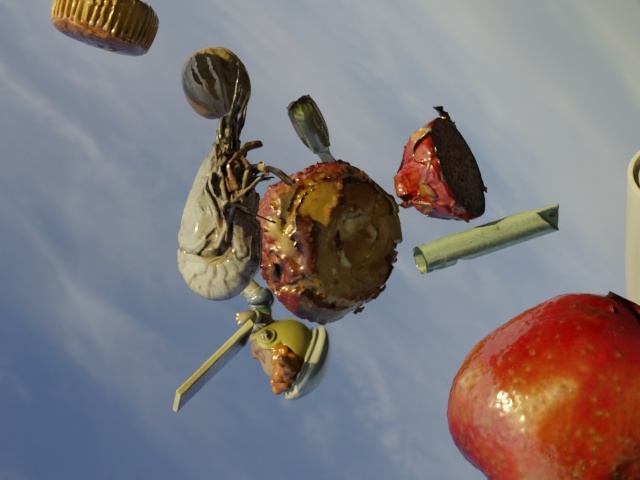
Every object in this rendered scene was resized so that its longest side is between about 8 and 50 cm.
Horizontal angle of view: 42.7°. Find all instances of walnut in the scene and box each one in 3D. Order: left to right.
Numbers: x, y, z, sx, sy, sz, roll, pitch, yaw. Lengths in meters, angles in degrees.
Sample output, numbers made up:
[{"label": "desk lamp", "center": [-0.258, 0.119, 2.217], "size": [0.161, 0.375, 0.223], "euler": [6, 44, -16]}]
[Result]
[{"label": "walnut", "center": [-0.216, -0.326, 1.693], "size": [0.140, 0.140, 0.162], "euler": [-12, -99, -60]}]

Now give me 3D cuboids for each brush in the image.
[{"label": "brush", "center": [0.004, -0.207, 1.911], "size": [0.312, 0.072, 0.067], "euler": [61, -172, -48]}]

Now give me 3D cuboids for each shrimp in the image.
[{"label": "shrimp", "center": [-0.127, -0.080, 1.206], "size": [0.116, 0.145, 0.342], "euler": [24, -110, -53]}]

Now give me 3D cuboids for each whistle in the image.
[{"label": "whistle", "center": [0.333, -0.006, 1.608], "size": [0.312, 0.062, 0.062], "euler": [-18, -121, -13]}]

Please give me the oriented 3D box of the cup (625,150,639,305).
[{"label": "cup", "center": [0.617, 0.027, 1.301], "size": [0.253, 0.254, 0.371], "euler": [-88, -12, -54]}]

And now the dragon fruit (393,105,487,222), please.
[{"label": "dragon fruit", "center": [0.221, -0.125, 1.648], "size": [0.223, 0.148, 0.218], "euler": [54, -146, -20]}]

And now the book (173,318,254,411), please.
[{"label": "book", "center": [-0.242, 0.284, 1.848], "size": [0.022, 0.162, 0.232], "euler": [42, -116, 7]}]

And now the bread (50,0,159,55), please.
[{"label": "bread", "center": [-0.390, -0.397, 1.482], "size": [0.199, 0.104, 0.199], "euler": [16, -178, -1]}]

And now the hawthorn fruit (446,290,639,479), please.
[{"label": "hawthorn fruit", "center": [0.341, 0.188, 1.038], "size": [0.285, 0.369, 0.284], "euler": [38, -164, -13]}]

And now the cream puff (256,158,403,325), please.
[{"label": "cream puff", "center": [-0.003, -0.003, 1.697], "size": [0.351, 0.229, 0.350], "euler": [-4, -84, -44]}]

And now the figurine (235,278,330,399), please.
[{"label": "figurine", "center": [-0.111, 0.222, 2.136], "size": [0.381, 0.205, 0.224], "euler": [58, 167, 1]}]
